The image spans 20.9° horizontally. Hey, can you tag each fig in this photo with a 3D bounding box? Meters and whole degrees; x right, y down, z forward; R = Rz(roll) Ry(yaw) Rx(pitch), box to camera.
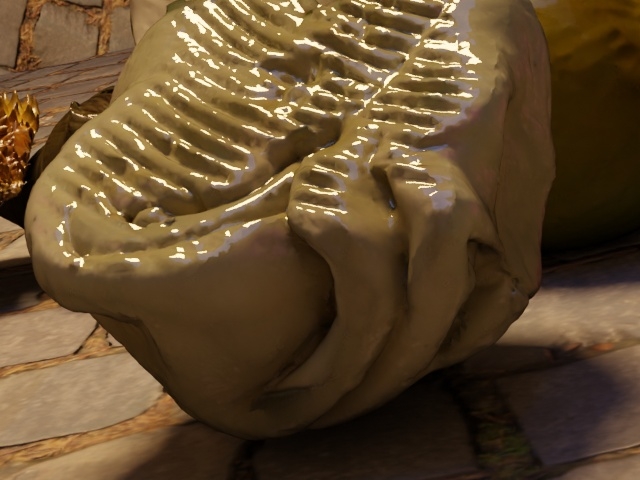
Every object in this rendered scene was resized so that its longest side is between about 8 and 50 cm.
[{"bbox_3d":[0.153,-0.086,1.175,0.207,0.207,0.230,-22,-18,-37],"label":"fig"}]

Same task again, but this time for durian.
[{"bbox_3d":[-0.323,-0.054,1.432,0.138,0.183,0.249,19,-28,-14],"label":"durian"}]

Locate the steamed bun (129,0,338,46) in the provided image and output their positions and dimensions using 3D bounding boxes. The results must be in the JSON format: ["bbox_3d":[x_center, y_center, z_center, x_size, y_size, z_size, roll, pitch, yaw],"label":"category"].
[{"bbox_3d":[-0.013,-0.215,1.703,0.309,0.309,0.309,-12,12,3],"label":"steamed bun"}]

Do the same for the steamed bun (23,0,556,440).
[{"bbox_3d":[0.000,0.000,0.939,0.268,0.207,0.280,-7,40,23],"label":"steamed bun"}]

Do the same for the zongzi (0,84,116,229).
[{"bbox_3d":[-0.118,-0.062,1.453,0.274,0.145,0.300,-12,2,-23],"label":"zongzi"}]
